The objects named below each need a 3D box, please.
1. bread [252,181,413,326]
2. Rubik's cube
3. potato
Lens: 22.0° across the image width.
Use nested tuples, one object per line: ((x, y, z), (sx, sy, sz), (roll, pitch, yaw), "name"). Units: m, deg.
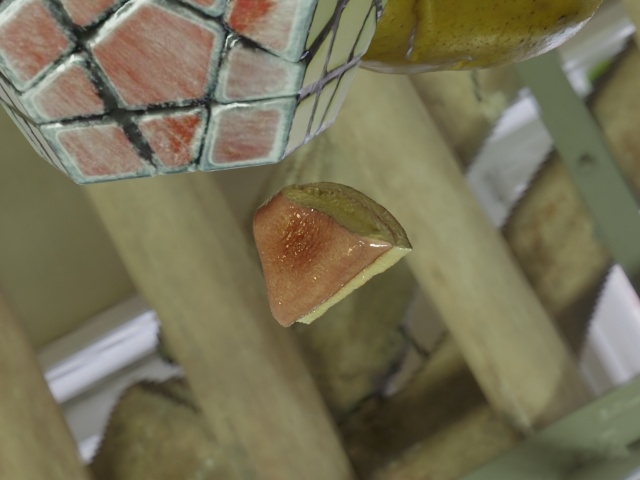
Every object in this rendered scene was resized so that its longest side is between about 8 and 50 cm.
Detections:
((0.001, 0.000, 1.520), (0.067, 0.119, 0.192), (-32, 178, -40), "bread")
((-0.098, -0.182, 0.997), (0.319, 0.319, 0.264), (-34, 151, 23), "Rubik's cube")
((0.075, -0.228, 1.349), (0.369, 0.176, 0.195), (6, 105, -31), "potato")
